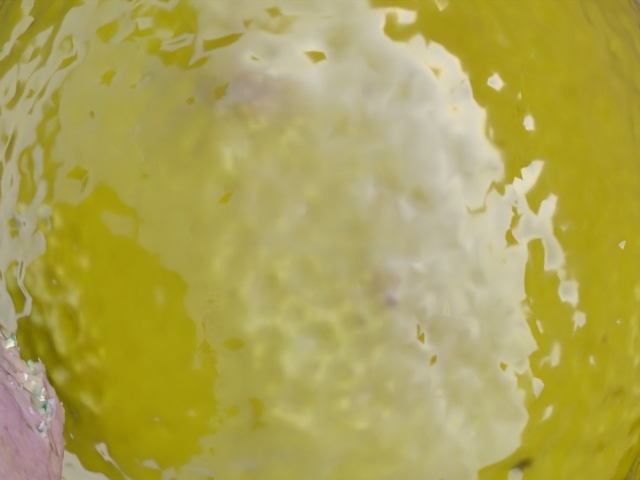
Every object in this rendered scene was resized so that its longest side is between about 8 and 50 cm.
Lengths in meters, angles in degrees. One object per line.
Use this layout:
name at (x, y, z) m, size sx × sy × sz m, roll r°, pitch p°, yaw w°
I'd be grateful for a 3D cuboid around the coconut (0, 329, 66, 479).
coconut at (-0.218, 0.092, 0.569) m, size 0.245 × 0.233 × 0.233 m, roll 25°, pitch 131°, yaw -21°

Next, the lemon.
lemon at (0.000, -0.002, 0.745) m, size 0.336 × 0.336 × 0.336 m, roll 14°, pitch 115°, yaw 32°
